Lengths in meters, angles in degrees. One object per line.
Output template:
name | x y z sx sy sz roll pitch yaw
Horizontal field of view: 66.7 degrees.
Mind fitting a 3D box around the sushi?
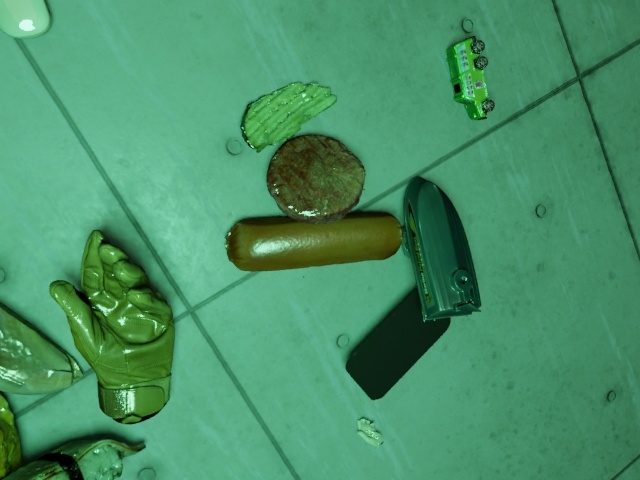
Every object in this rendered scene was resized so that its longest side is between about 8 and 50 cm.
sushi | -0.404 0.373 0.757 0.273 0.134 0.109 -35 103 -46

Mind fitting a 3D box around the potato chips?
potato chips | -0.061 -0.240 0.889 0.207 0.028 0.092 -39 98 -19

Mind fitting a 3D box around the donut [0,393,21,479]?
donut | -0.609 0.350 0.710 0.330 0.160 0.329 -3 97 -25

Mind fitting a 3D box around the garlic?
garlic | -0.485 0.188 0.774 0.195 0.087 0.101 48 68 -15

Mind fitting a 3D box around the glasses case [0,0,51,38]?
glasses case | -0.471 -0.407 0.724 0.081 0.051 0.204 -17 102 -15

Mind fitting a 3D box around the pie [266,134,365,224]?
pie | -0.009 -0.114 0.877 0.183 0.049 0.182 3 66 -6

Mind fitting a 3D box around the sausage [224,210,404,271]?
sausage | 0.000 -0.001 0.909 0.349 0.094 0.097 -5 97 -18

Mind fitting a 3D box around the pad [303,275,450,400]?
pad | 0.117 0.152 0.987 0.250 0.055 0.323 -43 107 -10

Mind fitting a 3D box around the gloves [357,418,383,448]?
gloves | 0.104 0.410 1.020 0.044 0.037 0.080 -26 89 -51

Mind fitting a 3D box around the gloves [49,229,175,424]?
gloves | -0.323 0.136 0.794 0.154 0.141 0.330 0 108 7

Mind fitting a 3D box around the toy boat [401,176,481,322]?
toy boat | 0.224 0.010 0.959 0.114 0.122 0.295 -2 71 -23

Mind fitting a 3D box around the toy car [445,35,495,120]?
toy car | 0.303 -0.324 0.989 0.063 0.071 0.165 -15 101 -1
